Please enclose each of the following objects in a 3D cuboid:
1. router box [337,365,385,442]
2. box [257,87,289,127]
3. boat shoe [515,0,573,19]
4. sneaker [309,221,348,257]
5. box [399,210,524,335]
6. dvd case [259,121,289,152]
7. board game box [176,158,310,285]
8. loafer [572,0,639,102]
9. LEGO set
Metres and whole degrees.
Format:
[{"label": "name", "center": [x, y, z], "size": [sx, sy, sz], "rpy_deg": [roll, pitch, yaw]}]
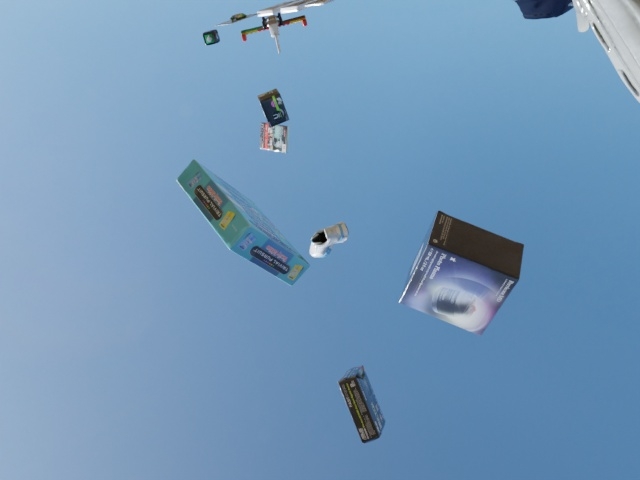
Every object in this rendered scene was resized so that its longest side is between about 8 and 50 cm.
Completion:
[{"label": "router box", "center": [0.079, 0.306, 1.106], "size": [0.038, 0.123, 0.092], "rpy_deg": [-24, 176, 13]}, {"label": "box", "center": [-0.132, -0.370, 1.634], "size": [0.062, 0.083, 0.052], "rpy_deg": [-24, -145, -2]}, {"label": "boat shoe", "center": [0.511, -0.543, 1.153], "size": [0.340, 0.158, 0.127], "rpy_deg": [15, -110, 56]}, {"label": "sneaker", "center": [0.000, 0.000, 1.684], "size": [0.082, 0.190, 0.072], "rpy_deg": [-10, -109, -31]}, {"label": "box", "center": [0.446, 0.108, 1.871], "size": [0.293, 0.296, 0.183], "rpy_deg": [21, -136, 5]}, {"label": "dvd case", "center": [-0.151, -0.336, 1.908], "size": [0.119, 0.087, 0.013], "rpy_deg": [16, -160, 37]}, {"label": "board game box", "center": [-0.205, -0.047, 1.526], "size": [0.079, 0.253, 0.336], "rpy_deg": [-48, -131, 5]}, {"label": "loafer", "center": [0.346, -0.296, 0.703], "size": [0.112, 0.111, 0.320], "rpy_deg": [-34, -90, -23]}, {"label": "LEGO set", "center": [-0.083, -0.380, 1.034], "size": [0.182, 0.060, 0.244], "rpy_deg": [13, -143, 42]}]
